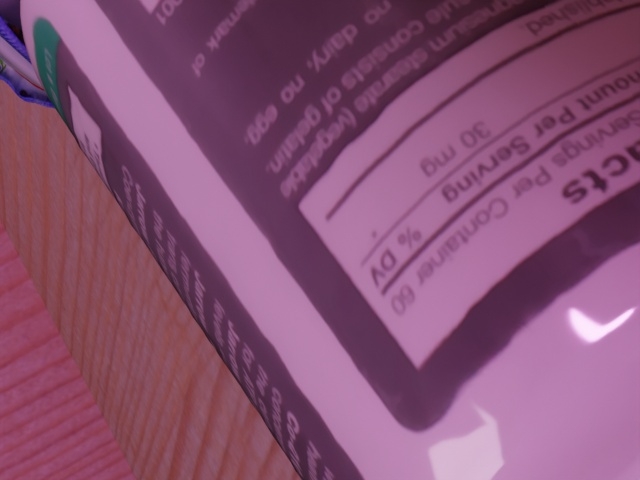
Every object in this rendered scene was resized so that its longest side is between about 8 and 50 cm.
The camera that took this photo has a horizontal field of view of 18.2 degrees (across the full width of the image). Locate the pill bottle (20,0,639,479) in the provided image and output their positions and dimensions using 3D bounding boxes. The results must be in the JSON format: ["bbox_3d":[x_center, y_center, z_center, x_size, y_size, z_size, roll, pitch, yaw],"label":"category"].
[{"bbox_3d":[0.069,0.006,0.620,0.361,0.204,0.204,54,161,32],"label":"pill bottle"}]

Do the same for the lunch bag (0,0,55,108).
[{"bbox_3d":[-0.151,-0.249,0.876,0.328,0.239,0.385,23,129,64],"label":"lunch bag"}]
